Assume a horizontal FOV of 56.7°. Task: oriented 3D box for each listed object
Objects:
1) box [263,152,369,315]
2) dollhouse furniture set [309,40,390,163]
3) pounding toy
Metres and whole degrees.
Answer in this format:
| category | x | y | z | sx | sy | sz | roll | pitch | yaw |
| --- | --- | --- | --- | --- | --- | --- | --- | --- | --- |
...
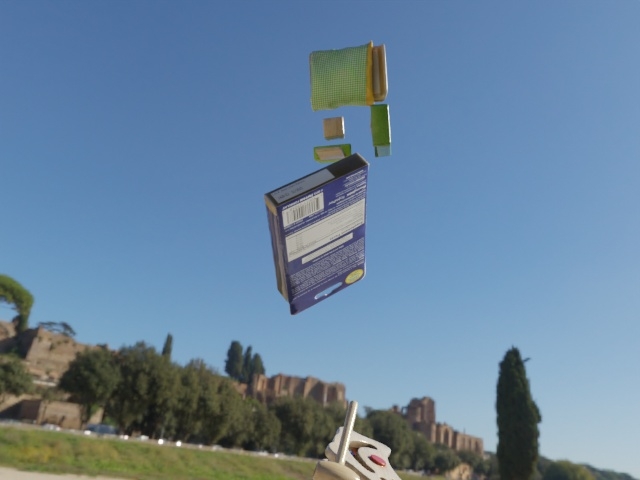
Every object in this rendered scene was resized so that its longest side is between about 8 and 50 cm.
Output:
| category | x | y | z | sx | sy | sz | roll | pitch | yaw |
| --- | --- | --- | --- | --- | --- | --- | --- | --- | --- |
| box | 0.000 | 0.000 | 0.798 | 0.137 | 0.036 | 0.225 | -27 | -39 | -20 |
| dollhouse furniture set | 0.065 | -0.354 | 1.445 | 0.198 | 0.301 | 0.151 | -4 | -5 | 8 |
| pounding toy | 0.082 | 0.346 | 0.906 | 0.154 | 0.154 | 0.269 | 27 | 0 | 10 |
